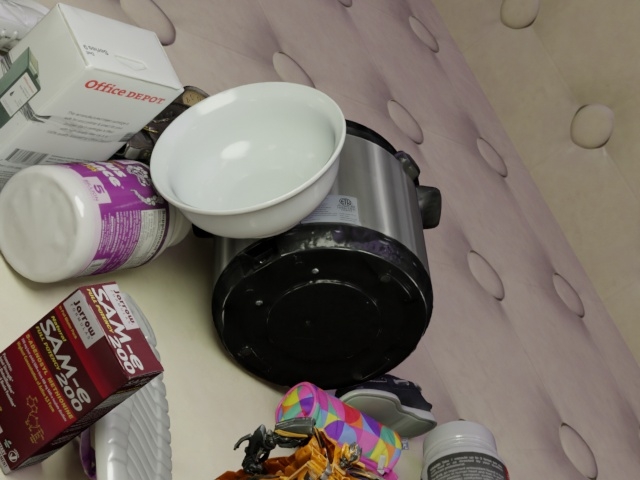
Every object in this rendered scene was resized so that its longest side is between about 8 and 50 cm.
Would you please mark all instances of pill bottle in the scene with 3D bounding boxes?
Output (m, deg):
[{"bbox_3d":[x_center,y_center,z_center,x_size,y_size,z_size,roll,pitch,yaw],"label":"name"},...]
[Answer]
[{"bbox_3d":[0.261,0.466,2.119,0.161,0.161,0.283,38,29,-27],"label":"pill bottle"},{"bbox_3d":[-0.322,-0.036,1.783,0.169,0.169,0.301,58,26,10],"label":"pill bottle"}]

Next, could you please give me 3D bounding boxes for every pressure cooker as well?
[{"bbox_3d":[0.002,-0.004,2.048,0.370,0.375,0.420,33,32,-30],"label":"pressure cooker"}]

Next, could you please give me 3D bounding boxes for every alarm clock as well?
[{"bbox_3d":[-0.232,-0.213,2.282,0.129,0.064,0.192,26,34,-44],"label":"alarm clock"}]

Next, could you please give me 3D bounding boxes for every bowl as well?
[{"bbox_3d":[-0.096,-0.099,1.807,0.297,0.298,0.134,-97,174,-47],"label":"bowl"}]

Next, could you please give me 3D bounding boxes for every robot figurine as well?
[{"bbox_3d":[-0.056,0.354,1.586,0.211,0.291,0.085,43,27,-18],"label":"robot figurine"}]

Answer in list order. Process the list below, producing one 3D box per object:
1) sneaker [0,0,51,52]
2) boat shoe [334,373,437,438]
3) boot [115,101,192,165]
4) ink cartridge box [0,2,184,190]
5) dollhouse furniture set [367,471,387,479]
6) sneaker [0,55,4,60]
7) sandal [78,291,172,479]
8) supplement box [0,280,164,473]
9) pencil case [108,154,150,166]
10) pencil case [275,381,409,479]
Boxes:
[{"bbox_3d":[-0.536,-0.343,1.925,0.305,0.114,0.152,32,45,-28],"label":"sneaker"},{"bbox_3d":[0.105,0.287,2.163,0.302,0.114,0.091,35,29,-56],"label":"boat shoe"},{"bbox_3d":[-0.288,-0.185,1.975,0.229,0.091,0.263,14,18,-41],"label":"boot"},{"bbox_3d":[-0.377,-0.196,1.757,0.211,0.289,0.121,6,52,-57],"label":"ink cartridge box"},{"bbox_3d":[0.105,0.500,1.956,0.182,0.161,0.101,-56,149,-23],"label":"dollhouse furniture set"},{"bbox_3d":[-0.577,-0.305,1.781,0.256,0.094,0.151,-2,64,-57],"label":"sneaker"},{"bbox_3d":[-0.273,0.241,1.599,0.416,0.102,0.169,-99,163,-54],"label":"sandal"},{"bbox_3d":[-0.315,0.167,1.453,0.130,0.239,0.073,58,26,13],"label":"supplement box"},{"bbox_3d":[-0.344,-0.122,1.977,0.152,0.070,0.064,-17,106,-66],"label":"pencil case"},{"bbox_3d":[0.037,0.323,2.006,0.236,0.104,0.104,33,32,-31],"label":"pencil case"}]
